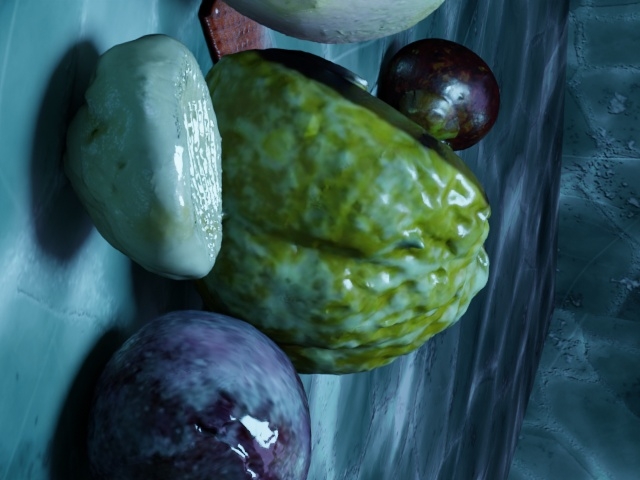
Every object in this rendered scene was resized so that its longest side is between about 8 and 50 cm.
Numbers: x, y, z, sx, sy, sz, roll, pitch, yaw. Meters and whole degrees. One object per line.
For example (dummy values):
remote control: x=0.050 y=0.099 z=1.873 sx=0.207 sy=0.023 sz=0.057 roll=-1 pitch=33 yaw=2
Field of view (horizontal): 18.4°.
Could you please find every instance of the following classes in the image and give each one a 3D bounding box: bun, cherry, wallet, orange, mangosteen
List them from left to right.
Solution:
bun: x=-0.131 y=-0.055 z=1.420 sx=0.183 sy=0.102 sz=0.183 roll=-8 pitch=90 yaw=-84
cherry: x=-0.097 y=0.146 z=1.550 sx=0.195 sy=0.195 sz=0.195 roll=9 pitch=90 yaw=-77
wallet: x=-0.069 y=-0.184 z=1.763 sx=0.196 sy=0.020 sz=0.103 roll=75 pitch=27 yaw=-61
orange: x=0.000 y=0.000 z=1.659 sx=0.210 sy=0.271 sz=0.369 roll=-62 pitch=164 yaw=-17
mangosteen: x=0.139 y=-0.151 z=2.380 sx=0.156 sy=0.145 sz=0.181 roll=76 pitch=26 yaw=-65

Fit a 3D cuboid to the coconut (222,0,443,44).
coconut: x=0.006 y=-0.273 z=1.557 sx=0.245 sy=0.233 sz=0.233 roll=-74 pitch=166 yaw=-47
